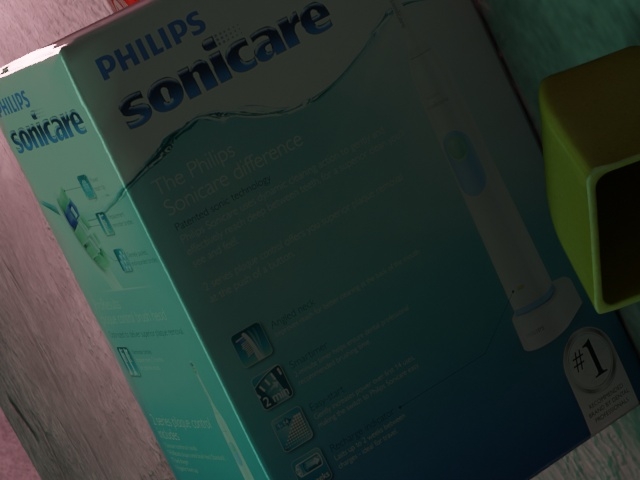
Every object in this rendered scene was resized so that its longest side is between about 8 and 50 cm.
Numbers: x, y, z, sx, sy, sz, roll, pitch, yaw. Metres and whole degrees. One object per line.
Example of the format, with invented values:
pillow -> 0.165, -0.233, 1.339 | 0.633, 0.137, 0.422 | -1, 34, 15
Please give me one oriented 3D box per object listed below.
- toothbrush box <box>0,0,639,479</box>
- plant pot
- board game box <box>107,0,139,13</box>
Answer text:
toothbrush box -> 0.000, 0.000, 0.988 | 0.126, 0.216, 0.296 | -6, 112, 62
plant pot -> 0.131, -0.035, 0.828 | 0.083, 0.081, 0.081 | -122, 15, -45
board game box -> -0.064, -0.088, 1.137 | 0.193, 0.045, 0.147 | 61, 174, -27
